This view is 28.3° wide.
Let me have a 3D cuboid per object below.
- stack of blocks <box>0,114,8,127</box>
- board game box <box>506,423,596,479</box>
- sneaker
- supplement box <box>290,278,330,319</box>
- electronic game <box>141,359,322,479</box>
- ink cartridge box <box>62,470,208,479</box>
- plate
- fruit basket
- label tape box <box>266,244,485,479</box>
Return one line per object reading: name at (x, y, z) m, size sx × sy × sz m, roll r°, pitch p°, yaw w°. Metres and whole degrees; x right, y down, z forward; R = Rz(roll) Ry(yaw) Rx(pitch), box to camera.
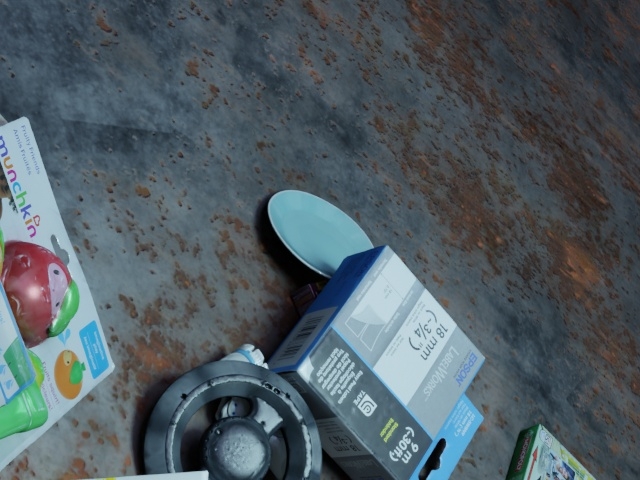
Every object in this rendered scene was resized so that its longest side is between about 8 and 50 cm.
stack of blocks at (-0.495, -0.098, 1.366) m, size 0.171 × 0.087 × 0.297 m, roll 50°, pitch 40°, yaw -11°
board game box at (0.351, 0.462, 1.920) m, size 0.213 × 0.046 × 0.317 m, roll 44°, pitch 41°, yaw -15°
sneaker at (-0.089, 0.231, 1.606) m, size 0.083 × 0.071 × 0.191 m, roll -19°, pitch 77°, yaw -37°
supplement box at (0.003, 0.102, 1.790) m, size 0.055 × 0.043 × 0.083 m, roll -13°, pitch 75°, yaw -49°
electronic game at (-0.104, 0.258, 1.534) m, size 0.229 × 0.048 × 0.229 m, roll 7°, pitch 71°, yaw -22°
ink cartridge box at (-0.222, 0.331, 1.233) m, size 0.232 × 0.171 × 0.168 m, roll -3°, pitch 65°, yaw -11°
plate at (0.000, 0.000, 1.837) m, size 0.188 × 0.024 × 0.188 m, roll 27°, pitch 31°, yaw -17°
fruit basket at (-0.339, 0.064, 1.329) m, size 0.353 × 0.165 × 0.327 m, roll -39°, pitch 116°, yaw -58°
label tape box at (0.107, 0.209, 1.721) m, size 0.334 × 0.106 × 0.241 m, roll 49°, pitch 56°, yaw -17°
